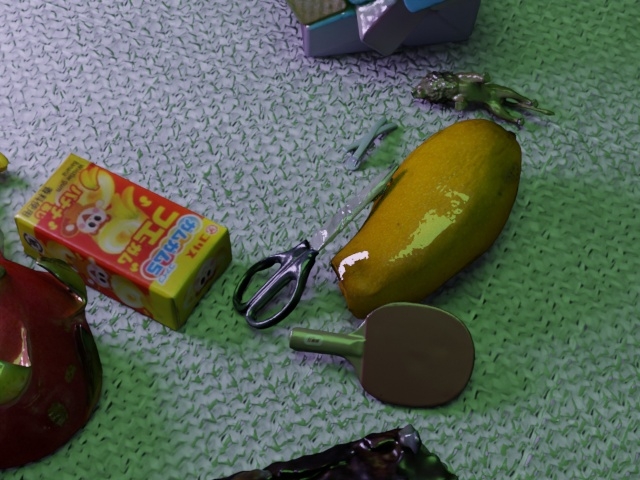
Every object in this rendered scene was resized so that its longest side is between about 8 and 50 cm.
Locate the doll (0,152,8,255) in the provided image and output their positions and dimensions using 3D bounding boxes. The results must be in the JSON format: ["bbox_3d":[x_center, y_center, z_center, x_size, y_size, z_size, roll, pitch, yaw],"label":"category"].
[{"bbox_3d":[-0.555,-0.053,1.995,0.252,0.111,0.237,0,39,3],"label":"doll"}]

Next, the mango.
[{"bbox_3d":[0.155,-0.029,1.938,0.187,0.144,0.359,20,63,36],"label":"mango"}]

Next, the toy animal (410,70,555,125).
[{"bbox_3d":[0.247,-0.219,2.109,0.220,0.086,0.069,17,96,7],"label":"toy animal"}]

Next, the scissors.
[{"bbox_3d":[0.000,0.000,1.918,0.300,0.022,0.109,-44,45,-1],"label":"scissors"}]

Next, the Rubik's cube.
[{"bbox_3d":[0.083,-0.466,2.130,0.387,0.368,0.358,-8,72,-5],"label":"Rubik's cube"}]

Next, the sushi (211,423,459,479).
[{"bbox_3d":[0.026,0.380,1.570,0.294,0.281,0.299,-18,70,-11],"label":"sushi"}]

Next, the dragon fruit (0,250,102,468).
[{"bbox_3d":[-0.438,0.130,1.791,0.306,0.225,0.305,-1,52,1],"label":"dragon fruit"}]

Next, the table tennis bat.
[{"bbox_3d":[0.081,0.146,1.853,0.247,0.022,0.138,8,85,6],"label":"table tennis bat"}]

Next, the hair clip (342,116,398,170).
[{"bbox_3d":[0.073,-0.147,2.095,0.030,0.039,0.115,36,51,14],"label":"hair clip"}]

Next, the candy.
[{"bbox_3d":[-0.277,-0.001,1.962,0.276,0.088,0.146,27,58,18],"label":"candy"}]
